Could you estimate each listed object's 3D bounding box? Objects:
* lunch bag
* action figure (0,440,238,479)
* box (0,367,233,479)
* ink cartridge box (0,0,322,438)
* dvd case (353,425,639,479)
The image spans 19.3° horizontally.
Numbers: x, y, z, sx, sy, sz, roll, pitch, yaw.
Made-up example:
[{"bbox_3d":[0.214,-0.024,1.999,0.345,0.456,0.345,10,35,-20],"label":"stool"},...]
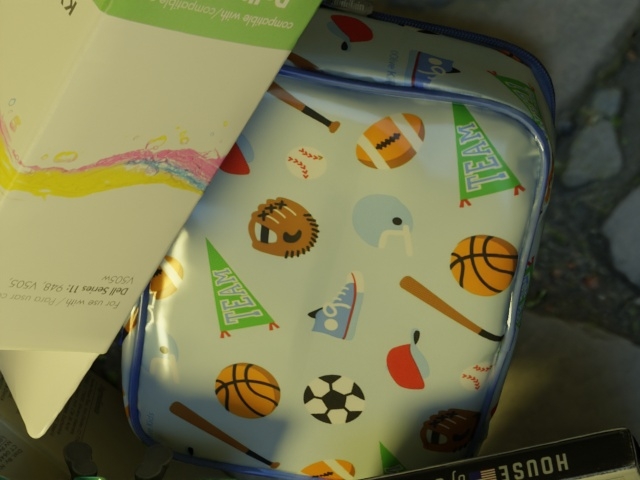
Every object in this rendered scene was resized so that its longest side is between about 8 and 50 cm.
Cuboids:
[{"bbox_3d":[0.000,0.000,1.084,0.243,0.115,0.303,10,122,0],"label":"lunch bag"},{"bbox_3d":[-0.124,0.230,1.127,0.137,0.063,0.232,5,117,-2],"label":"action figure"},{"bbox_3d":[-0.131,0.174,1.196,0.275,0.113,0.094,42,114,-18],"label":"box"},{"bbox_3d":[-0.152,-0.083,0.975,0.119,0.207,0.353,6,128,-41],"label":"ink cartridge box"},{"bbox_3d":[0.115,0.165,1.137,0.179,0.029,0.238,-13,159,12],"label":"dvd case"}]
